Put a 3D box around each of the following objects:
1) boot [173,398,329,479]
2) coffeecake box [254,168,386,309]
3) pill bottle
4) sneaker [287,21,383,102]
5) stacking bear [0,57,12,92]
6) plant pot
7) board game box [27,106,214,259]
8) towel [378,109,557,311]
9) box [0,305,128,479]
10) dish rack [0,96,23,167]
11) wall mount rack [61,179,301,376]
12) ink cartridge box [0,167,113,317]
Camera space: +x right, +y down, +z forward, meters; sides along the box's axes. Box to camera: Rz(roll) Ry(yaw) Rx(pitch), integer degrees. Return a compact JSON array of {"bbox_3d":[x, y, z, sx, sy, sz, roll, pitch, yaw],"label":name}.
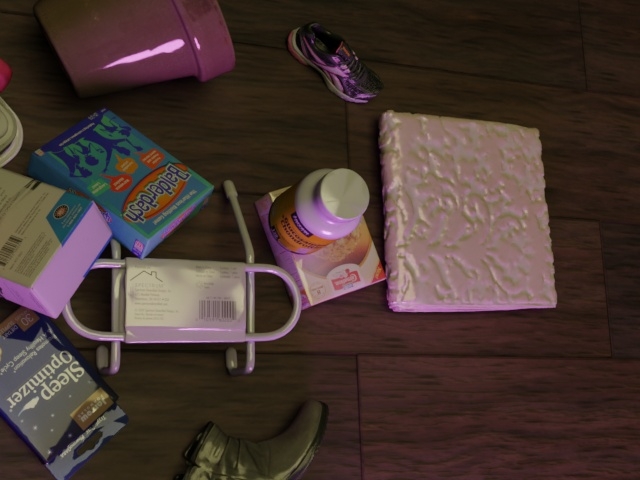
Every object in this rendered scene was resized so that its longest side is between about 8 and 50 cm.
[{"bbox_3d":[-0.101,0.306,1.623,0.161,0.083,0.246,34,65,-8],"label":"boot"},{"bbox_3d":[0.000,0.000,1.746,0.142,0.068,0.185,-19,86,-27],"label":"coffeecake box"},{"bbox_3d":[-0.001,-0.045,1.614,0.103,0.184,0.103,5,76,-21],"label":"pill bottle"},{"bbox_3d":[0.031,-0.292,1.826,0.178,0.077,0.072,30,68,-16],"label":"sneaker"},{"bbox_3d":[-0.505,-0.101,1.419,0.175,0.164,0.289,12,84,13],"label":"stacking bear"},{"bbox_3d":[-0.279,-0.317,1.615,0.229,0.263,0.263,-28,90,-10],"label":"plant pot"},{"bbox_3d":[-0.282,-0.086,1.587,0.210,0.047,0.160,36,44,8],"label":"board game box"},{"bbox_3d":[0.244,-0.045,1.878,0.317,0.053,0.332,3,77,-25],"label":"towel"},{"bbox_3d":[-0.378,0.208,1.543,0.136,0.036,0.225,-43,98,-26],"label":"box"},{"bbox_3d":[-0.598,-0.190,1.521,0.333,0.072,0.285,49,63,-8],"label":"dish rack"},{"bbox_3d":[-0.210,0.043,1.615,0.350,0.130,0.304,3,80,-24],"label":"wall mount rack"},{"bbox_3d":[-0.407,-0.003,1.494,0.203,0.086,0.148,19,63,25],"label":"ink cartridge box"}]
